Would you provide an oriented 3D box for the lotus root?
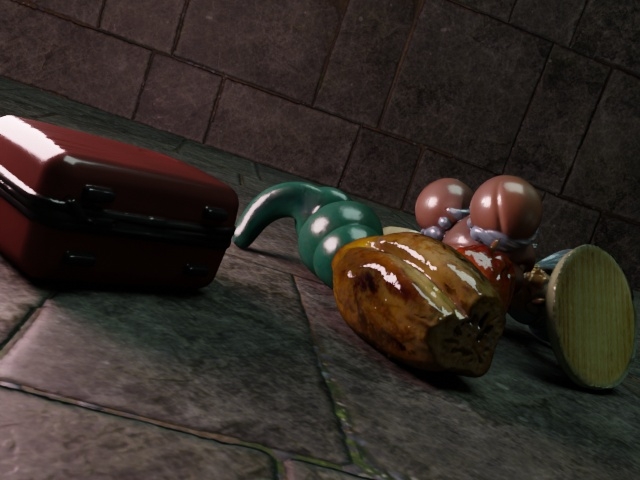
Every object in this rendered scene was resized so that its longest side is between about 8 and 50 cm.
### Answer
[{"bbox_3d":[0.134,0.078,1.013,0.193,0.193,0.291,12,12,-40],"label":"lotus root"}]

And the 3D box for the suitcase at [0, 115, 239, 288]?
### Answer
[{"bbox_3d":[-0.280,-0.044,0.902,0.236,0.161,0.297,28,13,40],"label":"suitcase"}]

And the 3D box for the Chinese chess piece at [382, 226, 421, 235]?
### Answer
[{"bbox_3d":[0.196,0.039,1.485,0.188,0.083,0.188,21,-15,6],"label":"Chinese chess piece"}]

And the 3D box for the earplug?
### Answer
[{"bbox_3d":[-0.003,-0.006,1.274,0.257,0.164,0.280,7,25,-29],"label":"earplug"}]

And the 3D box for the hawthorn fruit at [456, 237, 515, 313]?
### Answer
[{"bbox_3d":[0.243,0.093,1.162,0.173,0.179,0.173,4,37,-3],"label":"hawthorn fruit"}]

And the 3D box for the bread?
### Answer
[{"bbox_3d":[0.478,0.135,1.206,0.267,0.267,0.040,13,-15,-35],"label":"bread"}]

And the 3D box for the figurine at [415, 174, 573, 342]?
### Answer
[{"bbox_3d":[0.380,0.039,1.346,0.388,0.248,0.276,22,-12,-31],"label":"figurine"}]
